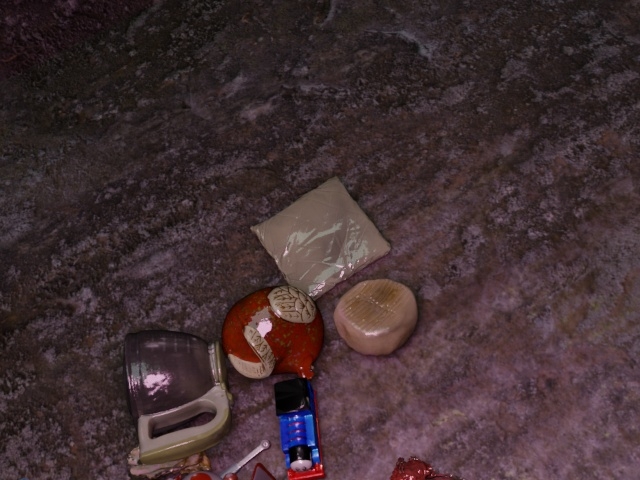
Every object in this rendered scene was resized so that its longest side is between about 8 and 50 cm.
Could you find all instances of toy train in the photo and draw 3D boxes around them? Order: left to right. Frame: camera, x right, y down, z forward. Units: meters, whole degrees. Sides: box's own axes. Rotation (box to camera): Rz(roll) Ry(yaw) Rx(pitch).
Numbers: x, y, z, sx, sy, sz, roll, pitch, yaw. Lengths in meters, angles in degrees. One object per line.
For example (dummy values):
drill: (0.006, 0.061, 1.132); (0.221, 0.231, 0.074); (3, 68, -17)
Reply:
toy train: (-0.047, 0.417, 1.748); (0.082, 0.131, 0.204); (-12, 56, 6)

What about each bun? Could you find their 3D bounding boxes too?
bun: (0.135, 0.183, 1.862); (0.178, 0.128, 0.193); (31, 58, 29)

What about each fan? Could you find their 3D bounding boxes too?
fan: (-0.223, 0.544, 1.779); (0.282, 0.023, 0.057); (-36, 55, -8)

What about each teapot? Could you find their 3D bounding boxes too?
teapot: (-0.322, 0.324, 1.794); (0.239, 0.239, 0.321); (-9, 11, -7)

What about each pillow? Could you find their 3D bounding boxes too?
pillow: (0.000, -0.002, 2.046); (0.274, 0.076, 0.281); (-34, 62, -5)

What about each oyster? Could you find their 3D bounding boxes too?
oyster: (-0.345, 0.498, 1.816); (0.209, 0.072, 0.133); (-19, 33, 10)

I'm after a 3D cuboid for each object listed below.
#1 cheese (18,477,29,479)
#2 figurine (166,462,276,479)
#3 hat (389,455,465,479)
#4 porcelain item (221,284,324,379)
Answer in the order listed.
cheese: (-0.730, 0.601, 1.872); (0.111, 0.017, 0.047); (-32, 53, -7)
figurine: (-0.235, 0.564, 1.684); (0.226, 0.160, 0.183); (4, 58, 18)
hat: (0.245, 0.559, 1.598); (0.236, 0.107, 0.286); (-21, 50, -34)
porcelain item: (-0.094, 0.231, 1.822); (0.253, 0.253, 0.253); (-7, 56, 10)
